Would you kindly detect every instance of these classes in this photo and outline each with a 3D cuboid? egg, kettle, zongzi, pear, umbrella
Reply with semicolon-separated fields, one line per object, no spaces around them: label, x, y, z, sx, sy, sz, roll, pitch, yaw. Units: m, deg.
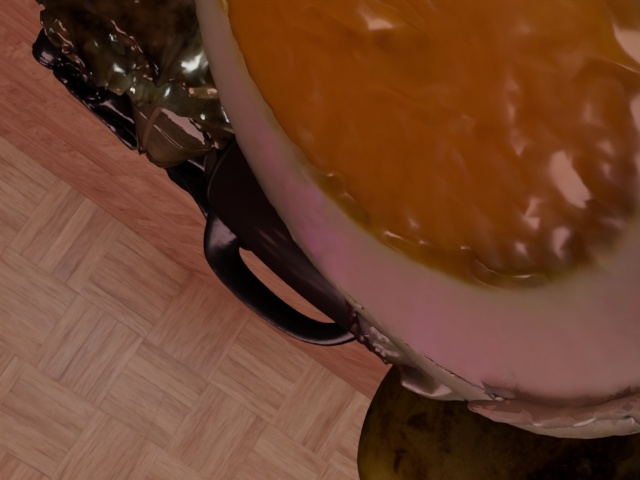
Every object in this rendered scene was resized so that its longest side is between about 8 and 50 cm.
egg;0.082;-0.084;0.456;0.286;0.174;0.264;48;147;13
kettle;0.000;0.000;1.086;0.232;0.144;0.202;35;126;20
zongzi;-0.167;-0.148;1.120;0.176;0.078;0.160;42;148;-20
pear;0.174;0.183;1.063;0.283;0.283;0.283;32;170;7
umbrella;-0.165;-0.108;1.266;0.358;0.106;0.113;36;173;-13

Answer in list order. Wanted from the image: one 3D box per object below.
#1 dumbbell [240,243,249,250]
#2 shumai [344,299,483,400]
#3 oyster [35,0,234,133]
dumbbell;-0.096;-0.030;1.508;0.069;0.069;0.147;24;167;41
shumai;0.125;0.011;0.680;0.218;0.184;0.185;19;137;-15
oyster;-0.067;-0.166;0.551;0.111;0.204;0.396;-13;150;22
